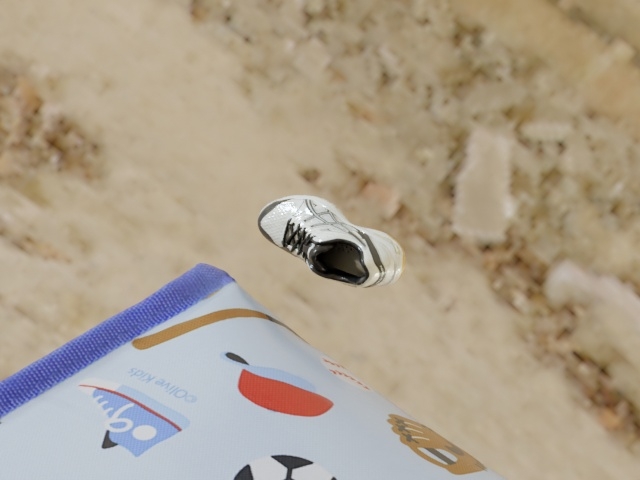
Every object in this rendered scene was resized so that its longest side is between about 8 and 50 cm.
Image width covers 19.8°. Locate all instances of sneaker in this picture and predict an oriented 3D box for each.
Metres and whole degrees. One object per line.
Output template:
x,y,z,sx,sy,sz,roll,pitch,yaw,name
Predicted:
0.000,0.000,0.898,0.083,0.032,0.037,20,19,28,sneaker

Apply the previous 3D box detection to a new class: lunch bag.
-0.062,0.218,0.733,0.328,0.239,0.385,33,41,26,lunch bag
